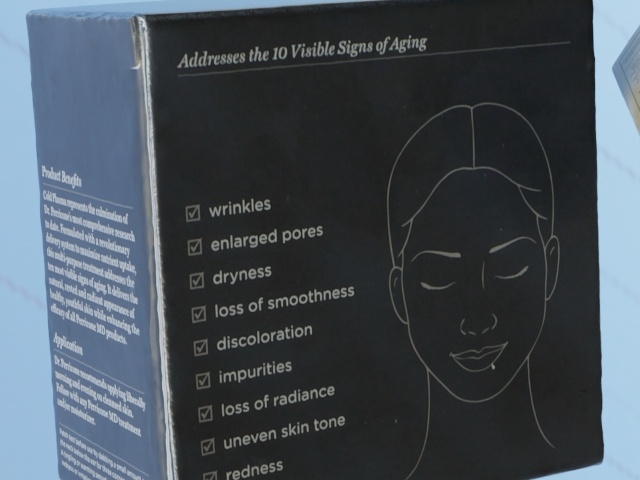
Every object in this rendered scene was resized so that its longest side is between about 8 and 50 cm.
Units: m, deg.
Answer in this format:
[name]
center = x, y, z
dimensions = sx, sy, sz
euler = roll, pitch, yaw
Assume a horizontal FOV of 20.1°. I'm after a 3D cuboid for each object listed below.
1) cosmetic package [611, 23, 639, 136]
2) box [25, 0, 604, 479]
[cosmetic package]
center = 0.380, -0.122, 1.647
dimensions = 0.113, 0.160, 0.309
euler = 21, -148, -20
[box]
center = 0.000, 0.000, 1.734
dimensions = 0.479, 0.297, 0.472
euler = -7, -78, -28
